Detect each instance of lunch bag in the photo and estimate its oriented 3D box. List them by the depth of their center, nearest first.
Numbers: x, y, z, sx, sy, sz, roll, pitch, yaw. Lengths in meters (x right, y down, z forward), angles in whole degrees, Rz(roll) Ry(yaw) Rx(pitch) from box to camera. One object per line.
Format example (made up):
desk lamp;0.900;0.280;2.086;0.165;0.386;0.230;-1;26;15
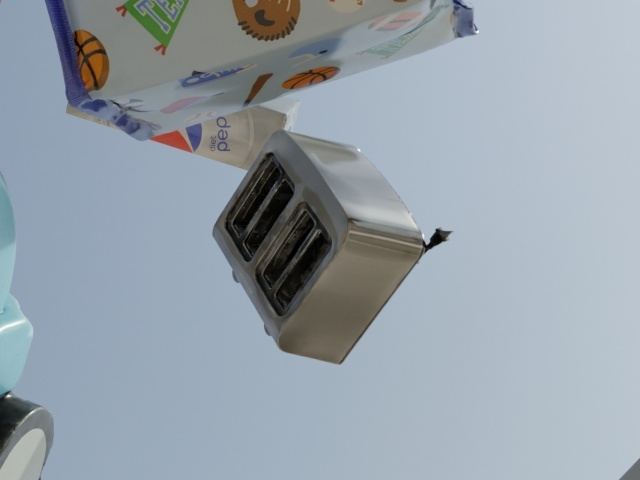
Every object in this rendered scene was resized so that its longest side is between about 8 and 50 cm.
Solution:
lunch bag;-0.079;-0.317;0.888;0.328;0.385;0.239;-16;-6;5

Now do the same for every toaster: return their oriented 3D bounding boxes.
toaster;0.000;0.000;1.057;0.110;0.168;0.185;11;-56;-42

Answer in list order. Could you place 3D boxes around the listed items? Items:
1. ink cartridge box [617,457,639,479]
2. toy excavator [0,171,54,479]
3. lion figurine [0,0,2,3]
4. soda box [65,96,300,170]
ink cartridge box;0.218;0.265;0.730;0.189;0.066;0.232;-46;-60;-1
toy excavator;-0.279;-0.027;0.559;0.222;0.433;0.445;17;-82;10
lion figurine;-0.553;-0.317;1.422;0.240;0.392;0.142;36;-24;-21
soda box;-0.179;-0.175;1.461;0.286;0.098;0.091;18;-70;4
